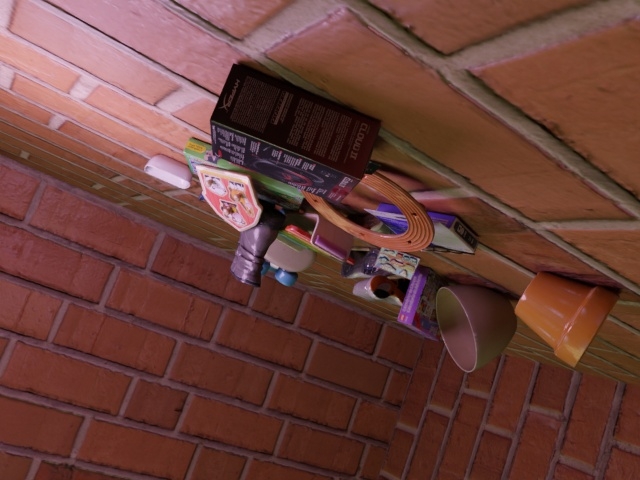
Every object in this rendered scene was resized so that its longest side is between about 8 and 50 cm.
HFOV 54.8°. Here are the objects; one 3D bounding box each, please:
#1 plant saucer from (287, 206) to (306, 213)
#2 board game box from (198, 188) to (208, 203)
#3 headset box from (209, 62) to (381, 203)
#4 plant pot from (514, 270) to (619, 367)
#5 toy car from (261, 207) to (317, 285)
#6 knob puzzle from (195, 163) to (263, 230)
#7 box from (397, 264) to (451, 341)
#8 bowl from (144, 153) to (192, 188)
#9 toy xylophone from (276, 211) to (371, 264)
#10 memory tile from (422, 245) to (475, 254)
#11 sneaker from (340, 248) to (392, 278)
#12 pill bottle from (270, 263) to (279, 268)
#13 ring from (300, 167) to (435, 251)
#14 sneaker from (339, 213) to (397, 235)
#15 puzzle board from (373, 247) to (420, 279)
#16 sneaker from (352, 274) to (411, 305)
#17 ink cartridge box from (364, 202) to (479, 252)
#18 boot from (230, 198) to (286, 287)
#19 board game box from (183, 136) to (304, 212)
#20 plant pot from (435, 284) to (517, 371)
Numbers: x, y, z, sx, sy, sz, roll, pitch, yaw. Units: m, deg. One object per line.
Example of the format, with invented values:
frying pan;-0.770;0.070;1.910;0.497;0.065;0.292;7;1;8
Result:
plant saucer;-0.082;-0.099;1.845;0.083;0.013;0.083;19;170;3
board game box;-0.301;-0.135;1.948;0.194;0.060;0.194;25;170;-29
headset box;-0.038;-0.170;1.090;0.293;0.110;0.218;21;170;-5
plant pot;0.597;0.177;1.530;0.188;0.205;0.205;32;176;26
toy car;-0.130;-0.017;2.009;0.210;0.219;0.238;24;-161;-30
knob puzzle;-0.229;-0.094;1.563;0.213;0.030;0.213;23;141;20
box;0.372;0.222;2.139;0.057;0.201;0.293;13;168;33
bowl;-0.452;-0.211;1.856;0.142;0.053;0.142;23;171;-17
toy xylophone;0.000;0.000;1.688;0.236;0.081;0.322;29;172;-16
memory tile;0.305;0.018;1.555;0.148;0.012;0.113;5;-172;-11
sneaker;0.170;0.096;2.147;0.129;0.111;0.297;20;172;-27
pill bottle;-0.157;0.044;2.380;0.146;0.146;0.264;22;170;-10
ring;0.098;-0.082;1.361;0.336;0.032;0.337;27;160;11
sneaker;0.132;-0.027;1.658;0.086;0.064;0.192;30;164;-25
puzzle board;0.242;0.072;1.959;0.128;0.011;0.096;20;129;4
sneaker;0.218;0.171;2.096;0.121;0.099;0.262;-9;159;44
ink cartridge box;0.238;-0.038;1.446;0.206;0.045;0.208;13;169;38
boot;-0.204;-0.012;1.746;0.118;0.223;0.338;18;-168;-15
board game box;-0.191;-0.164;1.614;0.317;0.046;0.213;21;170;-4
plant pot;0.523;0.265;2.016;0.190;0.284;0.284;-14;176;-11
